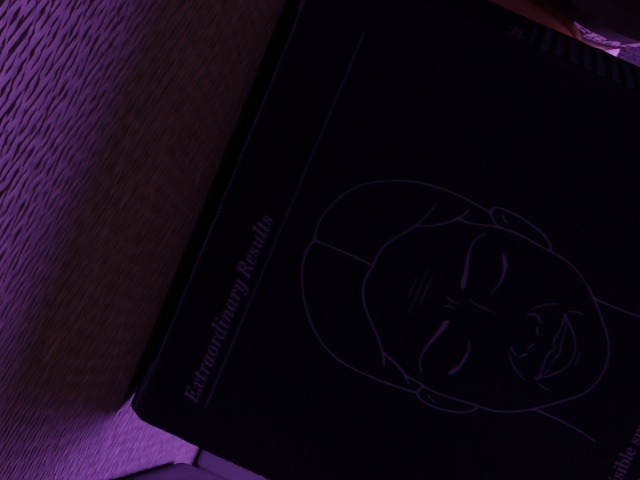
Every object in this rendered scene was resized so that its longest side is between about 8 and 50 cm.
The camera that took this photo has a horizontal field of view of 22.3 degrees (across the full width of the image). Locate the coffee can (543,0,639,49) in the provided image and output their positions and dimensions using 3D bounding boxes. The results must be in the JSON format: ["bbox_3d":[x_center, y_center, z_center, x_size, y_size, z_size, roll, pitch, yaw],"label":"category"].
[{"bbox_3d":[0.231,-0.249,1.276,0.275,0.202,0.201,-148,-98,-81],"label":"coffee can"}]

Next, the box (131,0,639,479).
[{"bbox_3d":[0.134,0.033,0.997,0.212,0.395,0.293,-54,168,-76],"label":"box"}]

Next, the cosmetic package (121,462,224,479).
[{"bbox_3d":[-0.058,0.277,1.133,0.453,0.230,0.161,63,52,-84],"label":"cosmetic package"}]

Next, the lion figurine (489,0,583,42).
[{"bbox_3d":[0.131,-0.105,1.268,0.392,0.240,0.142,93,21,-77],"label":"lion figurine"}]

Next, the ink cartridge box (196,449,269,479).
[{"bbox_3d":[-0.032,0.184,1.611,0.127,0.128,0.176,104,12,-70],"label":"ink cartridge box"}]

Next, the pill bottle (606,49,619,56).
[{"bbox_3d":[0.177,-0.168,1.697,0.363,0.210,0.210,103,11,-68],"label":"pill bottle"}]
